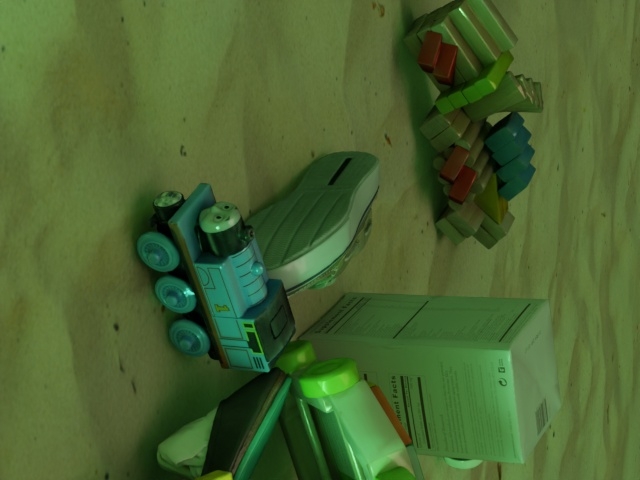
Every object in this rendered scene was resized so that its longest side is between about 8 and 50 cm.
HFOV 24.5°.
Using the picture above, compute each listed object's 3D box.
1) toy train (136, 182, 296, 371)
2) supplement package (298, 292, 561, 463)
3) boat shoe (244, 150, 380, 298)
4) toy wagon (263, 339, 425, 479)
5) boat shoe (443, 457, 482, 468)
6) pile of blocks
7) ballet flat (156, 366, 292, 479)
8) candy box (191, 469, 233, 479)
[{"bbox_3d":[-0.092,0.035,1.328,0.080,0.105,0.184,-57,140,-47],"label":"toy train"},{"bbox_3d":[0.120,0.144,1.600,0.139,0.244,0.134,-38,124,-56],"label":"supplement package"},{"bbox_3d":[0.000,0.000,1.512,0.302,0.109,0.094,-47,134,-57],"label":"boat shoe"},{"bbox_3d":[0.043,0.237,1.397,0.068,0.344,0.267,-21,101,-18],"label":"toy wagon"},{"bbox_3d":[0.225,0.206,1.993,0.228,0.081,0.069,-56,143,-43],"label":"boat shoe"},{"bbox_3d":[0.197,-0.128,1.847,0.112,0.149,0.362,-57,140,-47],"label":"pile of blocks"},{"bbox_3d":[-0.110,0.229,1.306,0.095,0.096,0.280,104,4,-65],"label":"ballet flat"},{"bbox_3d":[-0.151,0.268,1.197,0.206,0.027,0.105,-17,95,-34],"label":"candy box"}]
